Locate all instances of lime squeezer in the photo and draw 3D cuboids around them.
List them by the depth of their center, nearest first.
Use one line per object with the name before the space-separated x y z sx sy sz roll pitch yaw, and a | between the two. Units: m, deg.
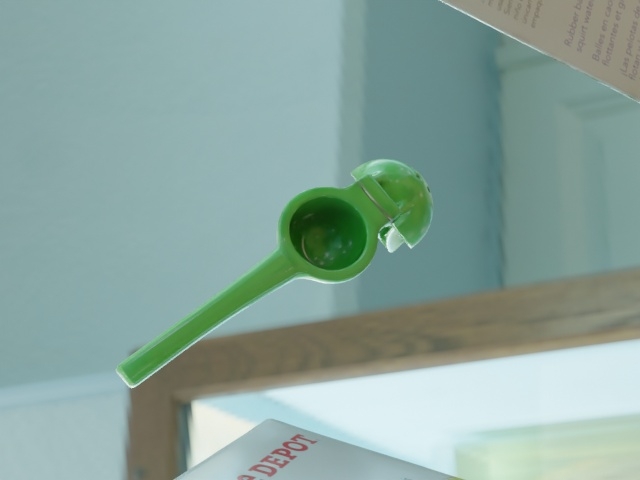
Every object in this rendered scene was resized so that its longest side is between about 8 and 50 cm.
lime squeezer | 0.000 0.000 1.059 0.310 0.110 0.058 -27 -89 -58

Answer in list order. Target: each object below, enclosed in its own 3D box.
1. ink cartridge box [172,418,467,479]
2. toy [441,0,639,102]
ink cartridge box | 0.046 0.223 0.804 0.198 0.270 0.197 -22 -53 -71
toy | 0.040 -0.114 0.469 0.237 0.056 0.136 22 -109 -22
